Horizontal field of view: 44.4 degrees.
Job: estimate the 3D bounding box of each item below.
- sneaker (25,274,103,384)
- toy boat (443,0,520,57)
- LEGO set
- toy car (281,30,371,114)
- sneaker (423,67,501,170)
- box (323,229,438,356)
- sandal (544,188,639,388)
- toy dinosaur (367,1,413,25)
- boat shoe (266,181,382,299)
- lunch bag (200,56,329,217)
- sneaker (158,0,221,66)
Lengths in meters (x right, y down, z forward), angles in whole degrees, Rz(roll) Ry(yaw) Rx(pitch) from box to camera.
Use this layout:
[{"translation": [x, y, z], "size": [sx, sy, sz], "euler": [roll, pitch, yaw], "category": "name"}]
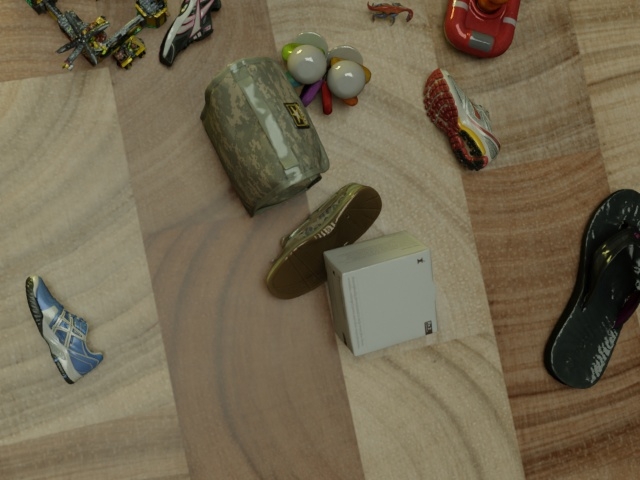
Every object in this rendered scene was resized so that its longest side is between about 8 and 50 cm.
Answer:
[{"translation": [-0.475, 0.155, 1.441], "size": [0.081, 0.080, 0.211], "euler": [-27, 101, -18], "category": "sneaker"}, {"translation": [0.352, -0.502, 1.612], "size": [0.151, 0.151, 0.231], "euler": [14, 83, -10], "category": "toy boat"}, {"translation": [-0.435, -0.486, 1.431], "size": [0.255, 0.192, 0.331], "euler": [-35, 93, -12], "category": "LEGO set"}, {"translation": [0.001, -0.320, 1.547], "size": [0.182, 0.159, 0.136], "euler": [19, 119, -10], "category": "toy car"}, {"translation": [0.294, -0.256, 1.627], "size": [0.093, 0.088, 0.225], "euler": [-31, 92, -32], "category": "sneaker"}, {"translation": [0.116, 0.099, 1.504], "size": [0.182, 0.119, 0.181], "euler": [-15, 112, -14], "category": "box"}, {"translation": [0.615, 0.102, 1.642], "size": [0.168, 0.107, 0.445], "euler": [23, 81, -9], "category": "sandal"}, {"translation": [0.147, -0.468, 1.614], "size": [0.082, 0.090, 0.047], "euler": [3, 102, 20], "category": "toy dinosaur"}, {"translation": [0.000, 0.000, 1.547], "size": [0.285, 0.089, 0.104], "euler": [-43, 121, -9], "category": "boat shoe"}, {"translation": [-0.100, -0.190, 1.429], "size": [0.169, 0.287, 0.235], "euler": [-27, 91, -12], "category": "lunch bag"}, {"translation": [-0.249, -0.415, 1.529], "size": [0.077, 0.072, 0.178], "euler": [29, 86, -19], "category": "sneaker"}]
